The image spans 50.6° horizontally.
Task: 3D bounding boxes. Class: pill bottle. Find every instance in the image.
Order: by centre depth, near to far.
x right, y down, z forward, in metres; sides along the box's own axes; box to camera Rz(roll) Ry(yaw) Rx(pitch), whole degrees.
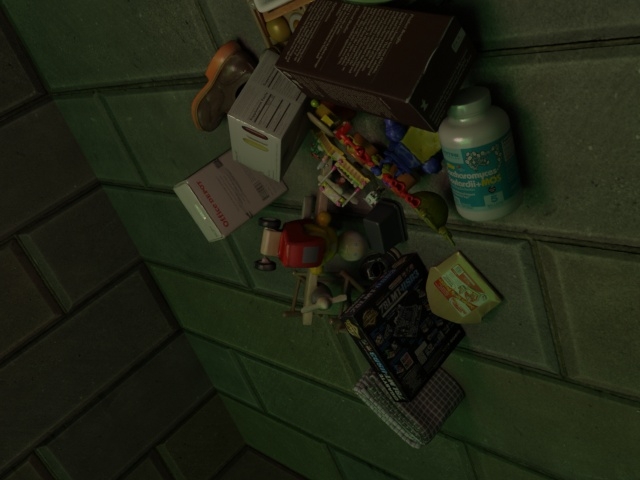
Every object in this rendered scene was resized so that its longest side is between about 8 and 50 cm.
[{"bbox_3d":[0.332,-0.182,1.417,0.146,0.146,0.264,12,132,45],"label":"pill bottle"}]

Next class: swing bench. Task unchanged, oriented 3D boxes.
[{"bbox_3d":[0.064,0.200,2.110,0.255,0.165,0.253,22,165,-37],"label":"swing bench"}]

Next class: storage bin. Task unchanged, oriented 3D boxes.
[{"bbox_3d":[0.165,-0.036,1.832,0.098,0.091,0.135,20,137,39],"label":"storage bin"}]

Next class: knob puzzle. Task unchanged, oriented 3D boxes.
[{"bbox_3d":[0.364,0.139,1.800,0.213,0.030,0.213,16,121,29],"label":"knob puzzle"}]

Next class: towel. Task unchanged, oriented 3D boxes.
[{"bbox_3d":[0.277,0.460,2.084,0.284,0.235,0.121,44,145,7],"label":"towel"}]

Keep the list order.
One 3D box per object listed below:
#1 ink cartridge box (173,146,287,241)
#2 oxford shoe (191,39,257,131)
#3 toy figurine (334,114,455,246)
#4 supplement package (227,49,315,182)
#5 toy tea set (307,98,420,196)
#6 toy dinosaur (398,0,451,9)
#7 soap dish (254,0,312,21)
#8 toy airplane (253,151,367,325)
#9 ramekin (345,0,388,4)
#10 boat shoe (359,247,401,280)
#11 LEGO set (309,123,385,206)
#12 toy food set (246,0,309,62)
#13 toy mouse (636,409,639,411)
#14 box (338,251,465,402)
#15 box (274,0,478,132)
[{"bbox_3d":[-0.273,-0.158,2.063,0.117,0.283,0.207,-14,112,56],"label":"ink cartridge box"},{"bbox_3d":[-0.275,-0.408,1.958,0.133,0.130,0.363,42,148,1],"label":"oxford shoe"},{"bbox_3d":[0.235,-0.188,1.499,0.362,0.217,0.191,40,-174,-22],"label":"toy figurine"},{"bbox_3d":[-0.118,-0.304,1.703,0.145,0.204,0.262,27,163,5],"label":"supplement package"},{"bbox_3d":[0.115,-0.254,1.650,0.336,0.124,0.200,39,-173,-16],"label":"toy tea set"},{"bbox_3d":[0.199,-0.515,1.317,0.268,0.064,0.118,14,127,39],"label":"toy dinosaur"},{"bbox_3d":[-0.028,-0.602,1.371,0.291,0.118,0.228,-8,102,41],"label":"soap dish"},{"bbox_3d":[0.000,0.000,1.885,0.273,0.384,0.386,9,146,12],"label":"toy airplane"},{"bbox_3d":[0.085,-0.559,1.173,0.303,0.303,0.148,54,-173,-7],"label":"ramekin"},{"bbox_3d":[0.158,0.079,1.986,0.075,0.065,0.206,50,149,-1],"label":"boat shoe"},{"bbox_3d":[0.033,-0.185,1.743,0.107,0.132,0.287,-47,71,16],"label":"LEGO set"},{"bbox_3d":[-0.113,-0.526,1.639,0.220,0.092,0.306,13,140,45],"label":"toy food set"},{"bbox_3d":[0.827,0.427,1.554,0.143,0.031,0.161,42,148,12],"label":"toy mouse"},{"bbox_3d":[0.231,0.233,1.840,0.073,0.295,0.293,-18,109,54],"label":"box"},{"bbox_3d":[0.107,-0.374,1.403,0.381,0.191,0.143,26,176,41],"label":"box"}]
